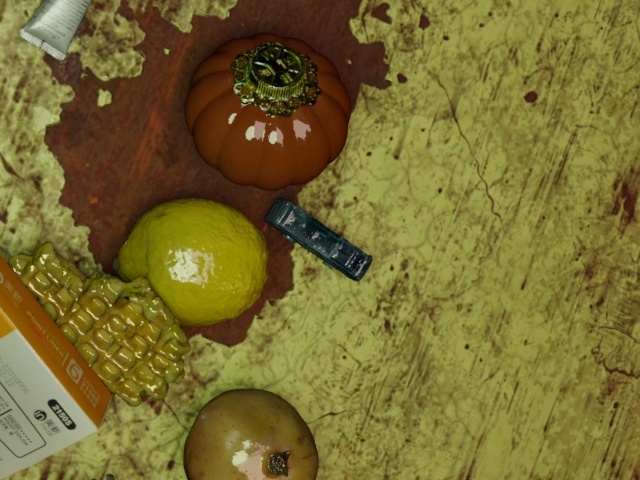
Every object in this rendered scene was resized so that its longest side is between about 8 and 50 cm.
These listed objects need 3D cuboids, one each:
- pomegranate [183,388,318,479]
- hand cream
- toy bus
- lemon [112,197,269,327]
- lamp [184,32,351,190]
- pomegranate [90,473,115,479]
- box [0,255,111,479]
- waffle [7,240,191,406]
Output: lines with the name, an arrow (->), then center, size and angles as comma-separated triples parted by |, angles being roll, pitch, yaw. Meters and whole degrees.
pomegranate -> -0.092, 0.296, 1.762 | 0.191, 0.191, 0.191 | -3, 99, -21
hand cream -> -0.314, -0.332, 1.664 | 0.067, 0.042, 0.194 | 32, 90, -30
toy bus -> 0.000, 0.000, 1.817 | 0.166, 0.065, 0.047 | 34, 84, -21
lemon -> -0.166, 0.031, 1.701 | 0.193, 0.180, 0.180 | 31, 86, -32
lamp -> -0.069, -0.171, 1.696 | 0.223, 0.196, 0.223 | 5, 59, -8
pomegranate -> -0.306, 0.429, 1.712 | 0.181, 0.181, 0.224 | -5, 84, -21
box -> -0.430, 0.163, 1.616 | 0.221, 0.091, 0.274 | -30, 109, 18
waffle -> -0.288, 0.109, 1.645 | 0.253, 0.056, 0.249 | -3, 121, 23
